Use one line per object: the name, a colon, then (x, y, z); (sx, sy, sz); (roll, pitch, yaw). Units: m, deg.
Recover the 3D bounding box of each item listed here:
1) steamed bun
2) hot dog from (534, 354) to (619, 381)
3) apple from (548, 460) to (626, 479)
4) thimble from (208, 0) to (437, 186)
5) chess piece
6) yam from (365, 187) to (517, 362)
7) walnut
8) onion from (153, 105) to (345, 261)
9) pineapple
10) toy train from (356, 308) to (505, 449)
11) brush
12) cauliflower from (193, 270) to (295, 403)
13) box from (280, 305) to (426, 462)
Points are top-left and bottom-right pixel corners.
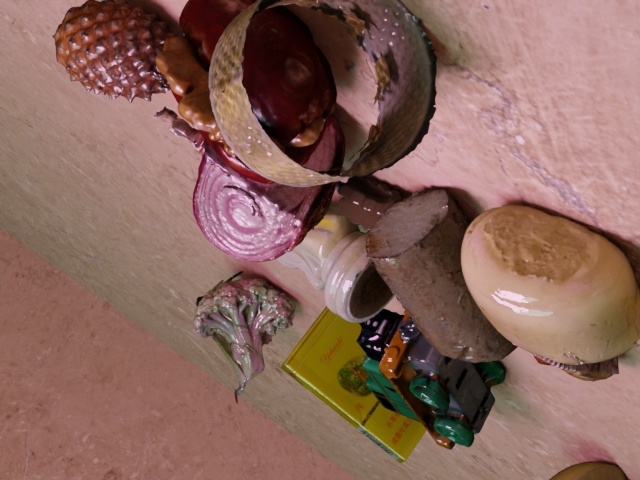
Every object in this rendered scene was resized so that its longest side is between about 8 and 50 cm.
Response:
steamed bun: (0.329, 0.084, 1.682); (0.273, 0.166, 0.232); (25, 155, 33)
hot dog: (0.396, 0.184, 1.830); (0.099, 0.053, 0.192); (28, -167, 39)
apple: (0.536, 0.572, 2.257); (0.292, 0.254, 0.292); (36, 162, 14)
thimble: (0.000, -0.201, 1.496); (0.271, 0.271, 0.150); (44, 161, -15)
chess piece: (0.000, 0.000, 2.055); (0.298, 0.176, 0.176); (36, 162, 31)
yam: (0.201, 0.063, 1.862); (0.168, 0.168, 0.304); (15, 149, 48)
walnut: (-0.115, -0.217, 1.655); (0.269, 0.244, 0.222); (44, 141, 13)
onion: (-0.086, -0.102, 1.857); (0.272, 0.256, 0.230); (53, 159, 16)
pineapple: (-0.268, -0.298, 1.925); (0.361, 0.175, 0.175); (16, 152, 29)
toy train: (0.192, 0.242, 2.216); (0.249, 0.178, 0.429); (16, 156, 35)
brush: (0.032, -0.092, 1.978); (0.301, 0.071, 0.084); (30, 145, 35)
cauliflower: (-0.178, 0.220, 2.725); (0.256, 0.238, 0.316); (121, 141, -72)
box: (0.098, 0.305, 2.533); (0.335, 0.187, 0.047); (39, 158, -2)
